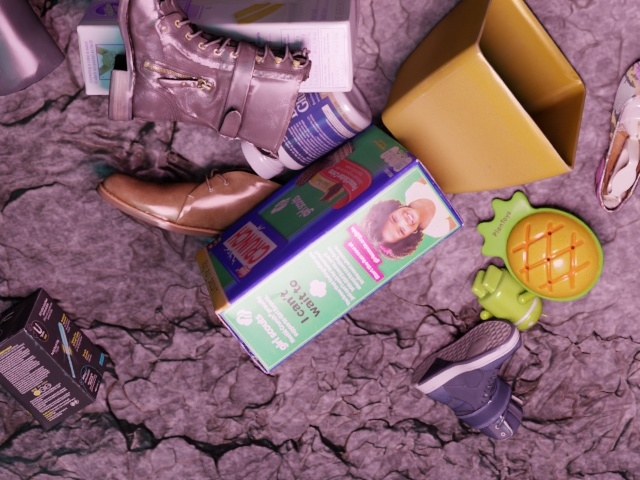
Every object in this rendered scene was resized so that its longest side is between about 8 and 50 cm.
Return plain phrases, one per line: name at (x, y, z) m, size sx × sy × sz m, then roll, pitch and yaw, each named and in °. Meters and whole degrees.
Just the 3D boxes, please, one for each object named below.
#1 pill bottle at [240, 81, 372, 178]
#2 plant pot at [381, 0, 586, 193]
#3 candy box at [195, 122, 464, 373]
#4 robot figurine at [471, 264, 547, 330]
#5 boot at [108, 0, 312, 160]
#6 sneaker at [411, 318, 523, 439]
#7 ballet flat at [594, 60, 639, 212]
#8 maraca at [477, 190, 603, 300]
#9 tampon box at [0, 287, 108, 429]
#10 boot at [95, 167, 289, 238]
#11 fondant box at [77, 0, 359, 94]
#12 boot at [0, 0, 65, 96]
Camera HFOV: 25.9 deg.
pill bottle at (-0.022, -0.155, 1.908) m, size 0.169 × 0.094 × 0.094 m, roll -32°, pitch 113°, yaw 19°
plant pot at (0.204, -0.184, 1.824) m, size 0.187 × 0.212 × 0.212 m, roll -27°, pitch 115°, yaw 32°
candy box at (0.000, 0.000, 1.835) m, size 0.317 × 0.268 × 0.122 m, roll -39°, pitch 109°, yaw 1°
robot figurine at (0.277, 0.086, 2.040) m, size 0.115 × 0.067 × 0.101 m, roll 37°, pitch 143°, yaw -17°
boot at (-0.123, -0.227, 1.617) m, size 0.229 × 0.091 × 0.263 m, roll 8°, pitch 122°, yaw -6°
sneaker at (0.264, 0.210, 2.073) m, size 0.163 × 0.086 × 0.226 m, roll 39°, pitch 142°, yaw -11°
ballet flat at (0.427, -0.134, 1.899) m, size 0.077 × 0.079 × 0.221 m, roll 11°, pitch 119°, yaw -2°
maraca at (0.313, 0.010, 1.982) m, size 0.186 × 0.099 × 0.127 m, roll 32°, pitch 102°, yaw 10°
tampon box at (-0.420, 0.180, 2.110) m, size 0.101 × 0.120 × 0.161 m, roll -31°, pitch 113°, yaw 19°
boot at (-0.162, -0.063, 1.975) m, size 0.305 × 0.112 × 0.115 m, roll 14°, pitch 108°, yaw -14°
fondant box at (-0.119, -0.275, 1.763) m, size 0.330 × 0.238 × 0.096 m, roll -1°, pitch 120°, yaw 4°
boot at (-0.450, -0.399, 1.764) m, size 0.367 × 0.146 × 0.445 m, roll -13°, pitch 114°, yaw 22°
